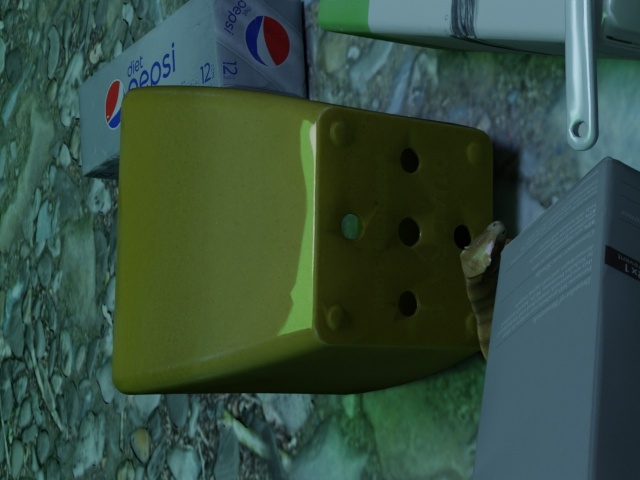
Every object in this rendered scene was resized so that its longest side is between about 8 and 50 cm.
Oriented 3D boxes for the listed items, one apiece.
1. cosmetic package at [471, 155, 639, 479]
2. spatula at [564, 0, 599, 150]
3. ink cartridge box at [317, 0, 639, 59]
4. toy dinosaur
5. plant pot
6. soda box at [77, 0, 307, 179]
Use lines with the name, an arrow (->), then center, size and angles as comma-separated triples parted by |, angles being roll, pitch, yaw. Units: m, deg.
cosmetic package -> 0.150, 0.091, 0.603 | 0.107, 0.127, 0.238 | -48, 22, 42
spatula -> 0.170, -0.169, 0.593 | 0.168, 0.019, 0.241 | -5, 85, 43
ink cartridge box -> 0.128, -0.213, 0.764 | 0.273, 0.115, 0.198 | 17, 101, 55
toy dinosaur -> 0.120, 0.067, 0.775 | 0.064, 0.112, 0.211 | -1, 127, 36
plant pot -> 0.000, 0.000, 0.850 | 0.187, 0.212, 0.212 | -6, 81, 54
soda box -> -0.126, -0.135, 1.164 | 0.286, 0.091, 0.098 | -22, 69, 54
